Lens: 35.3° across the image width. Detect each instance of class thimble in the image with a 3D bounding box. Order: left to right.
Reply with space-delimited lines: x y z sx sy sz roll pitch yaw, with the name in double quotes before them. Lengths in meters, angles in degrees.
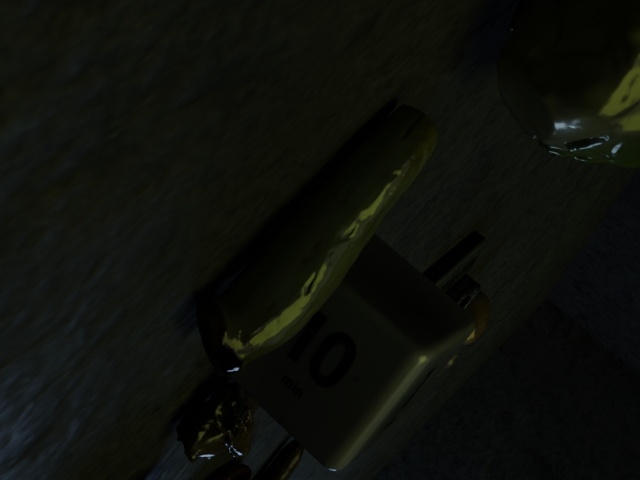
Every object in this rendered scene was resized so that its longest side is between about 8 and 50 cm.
"thimble" 0.265 0.107 2.006 0.104 0.066 0.095 -17 143 -57

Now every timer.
"timer" 0.037 0.125 1.211 0.195 0.192 0.194 -56 163 23

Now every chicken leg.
"chicken leg" -0.102 0.213 1.266 0.125 0.080 0.196 -64 162 19

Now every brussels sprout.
"brussels sprout" 0.351 -0.236 1.138 0.344 0.268 0.344 -24 139 -22

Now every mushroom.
"mushroom" 0.000 0.002 1.036 0.333 0.087 0.107 -48 163 -13

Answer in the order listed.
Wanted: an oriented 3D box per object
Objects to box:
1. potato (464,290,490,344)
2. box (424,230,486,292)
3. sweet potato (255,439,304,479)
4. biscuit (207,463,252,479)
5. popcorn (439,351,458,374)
"potato" 0.323 0.172 2.246 0.147 0.112 0.112 -46 165 -36
"box" 0.235 0.065 1.883 0.177 0.036 0.115 -37 161 -38
"sweet potato" -0.100 0.467 1.877 0.273 0.067 0.067 -55 163 15
"biscuit" -0.185 0.454 1.618 0.220 0.066 0.220 -40 162 -16
"popcorn" 0.200 0.195 1.940 0.145 0.126 0.125 16 102 -42
